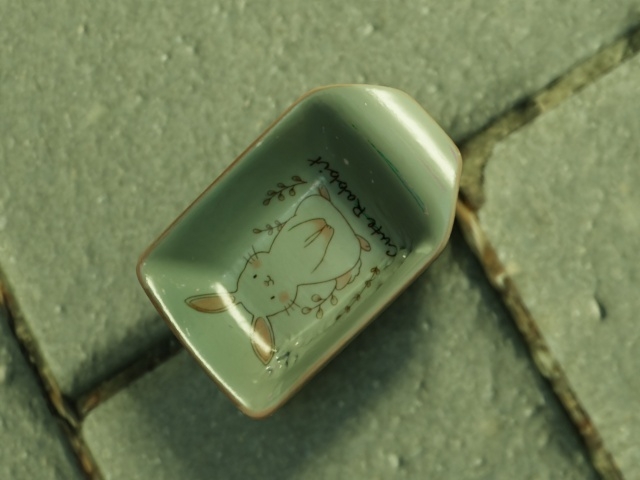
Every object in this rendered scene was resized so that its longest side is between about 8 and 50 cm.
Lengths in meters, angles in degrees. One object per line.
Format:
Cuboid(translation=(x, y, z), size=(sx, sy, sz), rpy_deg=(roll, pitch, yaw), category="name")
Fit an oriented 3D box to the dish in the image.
Cuboid(translation=(0.000, 0.000, 1.333), size=(0.234, 0.064, 0.154), rpy_deg=(-44, 70, 13), category="dish")
